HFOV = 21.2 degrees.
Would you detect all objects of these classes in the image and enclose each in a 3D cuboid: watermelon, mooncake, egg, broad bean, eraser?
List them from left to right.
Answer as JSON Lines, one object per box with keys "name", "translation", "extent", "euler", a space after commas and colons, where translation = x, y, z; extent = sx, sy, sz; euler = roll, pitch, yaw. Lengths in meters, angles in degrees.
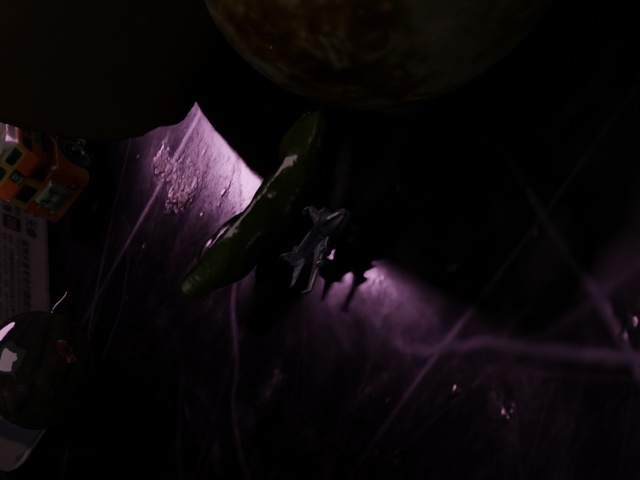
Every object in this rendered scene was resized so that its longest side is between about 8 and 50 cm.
{"name": "eraser", "translation": [-0.340, 0.047, 1.744], "extent": [0.096, 0.098, 0.404], "euler": [-50, 33, 30]}
{"name": "mooncake", "translation": [-0.246, -0.281, 1.506], "extent": [0.394, 0.393, 0.246], "euler": [43, 111, 23]}
{"name": "watermelon", "translation": [-0.253, 0.105, 1.550], "extent": [0.105, 0.105, 0.133], "euler": [-22, 47, 53]}
{"name": "broad bean", "translation": [-0.047, -0.021, 1.344], "extent": [0.195, 0.046, 0.061], "euler": [-56, 19, 12]}
{"name": "egg", "translation": [0.050, -0.213, 1.113], "extent": [0.289, 0.238, 0.238], "euler": [-29, 46, 36]}

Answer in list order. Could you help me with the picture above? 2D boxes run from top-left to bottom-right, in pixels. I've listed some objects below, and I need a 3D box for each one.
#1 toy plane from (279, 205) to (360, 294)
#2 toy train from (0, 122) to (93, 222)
{"name": "toy plane", "translation": [0.000, 0.000, 1.263], "extent": [0.083, 0.031, 0.079], "euler": [-39, 39, 42]}
{"name": "toy train", "translation": [-0.296, -0.106, 1.777], "extent": [0.072, 0.099, 0.188], "euler": [-51, 33, 29]}
